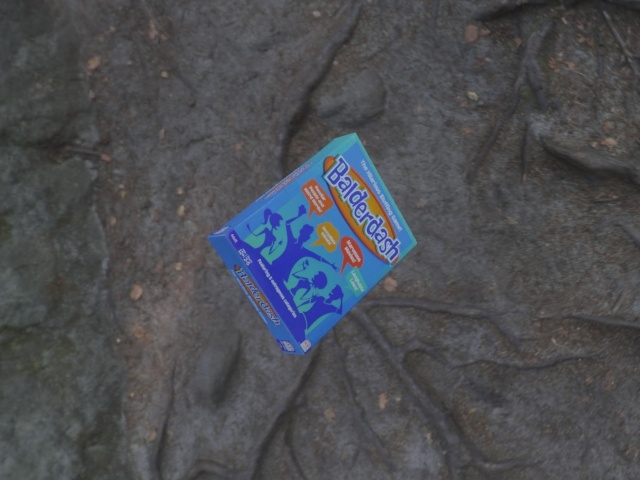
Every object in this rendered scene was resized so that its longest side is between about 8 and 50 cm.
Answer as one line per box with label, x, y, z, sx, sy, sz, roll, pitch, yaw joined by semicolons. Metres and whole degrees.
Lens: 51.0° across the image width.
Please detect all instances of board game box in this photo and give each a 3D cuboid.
board game box;0.000;0.000;0.758;0.047;0.210;0.160;-7;120;55
